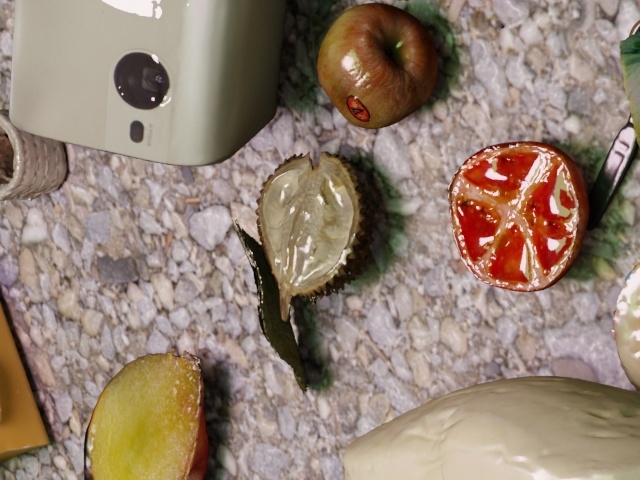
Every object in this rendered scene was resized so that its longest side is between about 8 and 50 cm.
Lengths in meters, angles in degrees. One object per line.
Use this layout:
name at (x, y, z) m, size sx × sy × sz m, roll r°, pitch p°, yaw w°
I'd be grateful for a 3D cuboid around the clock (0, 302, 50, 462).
clock at (-0.499, 0.148, 2.279) m, size 0.244 × 0.200 × 0.317 m, roll -26°, pitch 71°, yaw 32°

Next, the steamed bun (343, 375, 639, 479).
steamed bun at (0.225, 0.305, 1.681) m, size 0.456 × 0.290 × 0.371 m, roll 0°, pitch 96°, yaw 57°

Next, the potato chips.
potato chips at (-0.051, 0.068, 1.982) m, size 0.026 × 0.142 × 0.209 m, roll -16°, pitch 127°, yaw 12°

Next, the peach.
peach at (-0.188, 0.231, 2.129) m, size 0.279 × 0.068 × 0.189 m, roll -52°, pitch 58°, yaw 30°

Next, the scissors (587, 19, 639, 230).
scissors at (0.301, -0.106, 1.758) m, size 0.088 × 0.017 × 0.220 m, roll 33°, pitch 114°, yaw 25°

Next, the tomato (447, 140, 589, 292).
tomato at (0.206, -0.023, 1.804) m, size 0.155 × 0.069 × 0.156 m, roll 1°, pitch 92°, yaw 37°

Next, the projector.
projector at (-0.174, -0.243, 1.903) m, size 0.248 × 0.248 × 0.249 m, roll 13°, pitch 115°, yaw 14°

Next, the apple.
apple at (0.057, -0.180, 1.866) m, size 0.102 × 0.126 × 0.126 m, roll -30°, pitch 76°, yaw 60°

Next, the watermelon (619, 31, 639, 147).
watermelon at (0.365, -0.100, 1.657) m, size 0.146 × 0.128 × 0.231 m, roll -16°, pitch 88°, yaw 15°

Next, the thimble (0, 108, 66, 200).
thimble at (-0.371, -0.105, 2.212) m, size 0.102 × 0.090 × 0.115 m, roll -33°, pitch 74°, yaw 31°

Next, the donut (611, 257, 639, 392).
donut at (0.357, 0.084, 1.708) m, size 0.174 × 0.068 × 0.175 m, roll 3°, pitch 96°, yaw 34°

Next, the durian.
durian at (0.000, 0.000, 1.943) m, size 0.148 × 0.091 × 0.188 m, roll 16°, pitch 82°, yaw 35°
